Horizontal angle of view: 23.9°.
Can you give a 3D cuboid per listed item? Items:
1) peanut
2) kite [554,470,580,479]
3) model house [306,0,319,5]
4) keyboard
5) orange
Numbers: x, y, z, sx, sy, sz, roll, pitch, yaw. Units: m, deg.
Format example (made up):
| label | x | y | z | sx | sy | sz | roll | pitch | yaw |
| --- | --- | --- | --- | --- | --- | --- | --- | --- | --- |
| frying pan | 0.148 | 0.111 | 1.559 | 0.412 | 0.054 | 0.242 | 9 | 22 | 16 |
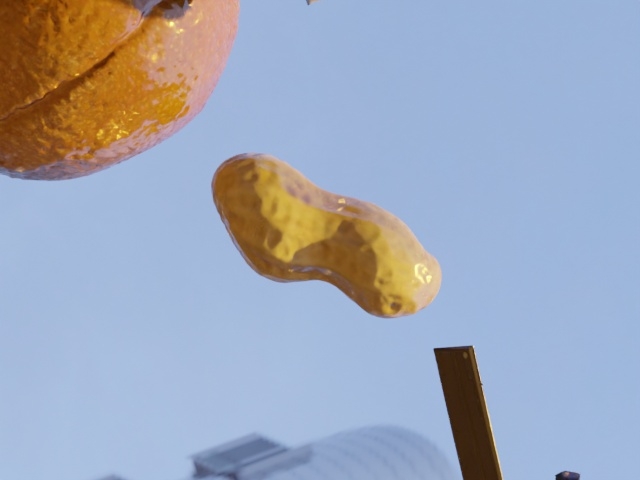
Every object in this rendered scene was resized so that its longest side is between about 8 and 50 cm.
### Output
| label | x | y | z | sx | sy | sz | roll | pitch | yaw |
| --- | --- | --- | --- | --- | --- | --- | --- | --- | --- |
| peanut | 0.000 | 0.000 | 1.621 | 0.274 | 0.125 | 0.111 | 25 | -23 | 10 |
| kite | 0.196 | 0.285 | 1.338 | 0.321 | 0.234 | 0.016 | 7 | -53 | 11 |
| model house | 0.066 | -0.421 | 1.457 | 0.243 | 0.284 | 0.299 | 80 | -5 | -61 |
| keyboard | 0.174 | 0.217 | 1.735 | 0.063 | 0.010 | 0.198 | -8 | -83 | 48 |
| orange | -0.271 | -0.220 | 1.615 | 0.357 | 0.322 | 0.322 | -35 | -107 | 18 |
